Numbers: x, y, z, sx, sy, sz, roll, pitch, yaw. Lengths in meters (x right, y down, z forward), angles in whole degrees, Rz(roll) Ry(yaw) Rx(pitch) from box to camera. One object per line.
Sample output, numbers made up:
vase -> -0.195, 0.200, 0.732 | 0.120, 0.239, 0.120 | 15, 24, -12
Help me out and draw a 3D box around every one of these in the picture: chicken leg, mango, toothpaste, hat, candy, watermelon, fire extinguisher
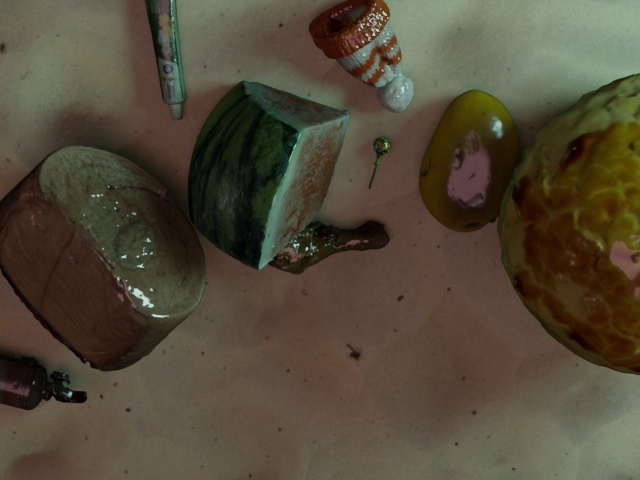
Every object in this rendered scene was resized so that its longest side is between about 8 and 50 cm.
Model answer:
chicken leg -> 0.000, 0.003, 1.808 | 0.198, 0.085, 0.069 | -3, 125, 0
mango -> 0.203, -0.107, 1.722 | 0.137, 0.098, 0.195 | 3, 108, 10
toothpaste -> -0.211, -0.264, 1.744 | 0.049, 0.031, 0.204 | -4, 110, 7
hat -> 0.069, -0.243, 1.699 | 0.112, 0.093, 0.162 | -23, 126, 26
candy -> 0.078, -0.109, 1.781 | 0.025, 0.023, 0.083 | 14, 124, -7
watermelon -> -0.059, -0.081, 1.725 | 0.201, 0.262, 0.213 | 7, 113, -26
fire extinguisher -> -0.475, 0.220, 1.940 | 0.252, 0.106, 0.075 | 15, 94, 1

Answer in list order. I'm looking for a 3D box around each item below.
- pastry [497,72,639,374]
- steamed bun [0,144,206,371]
pastry -> 0.415, -0.011, 1.602 | 0.388, 0.312, 0.388 | -2, 113, -4
steamed bun -> -0.300, 0.014, 1.781 | 0.301, 0.199, 0.251 | 51, 139, 3
